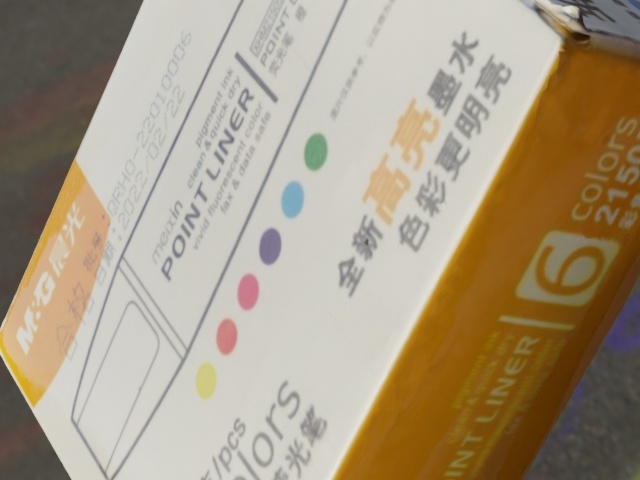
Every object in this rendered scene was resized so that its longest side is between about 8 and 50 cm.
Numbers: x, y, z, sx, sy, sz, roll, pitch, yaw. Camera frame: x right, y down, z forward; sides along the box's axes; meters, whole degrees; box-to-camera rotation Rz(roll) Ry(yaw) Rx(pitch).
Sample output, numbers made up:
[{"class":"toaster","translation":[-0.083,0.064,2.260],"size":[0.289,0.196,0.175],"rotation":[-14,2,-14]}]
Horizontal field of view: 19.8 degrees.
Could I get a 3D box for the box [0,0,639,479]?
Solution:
[{"class":"box","translation":[0.000,0.000,0.647],"size":[0.221,0.091,0.274],"rotation":[48,122,45]}]
